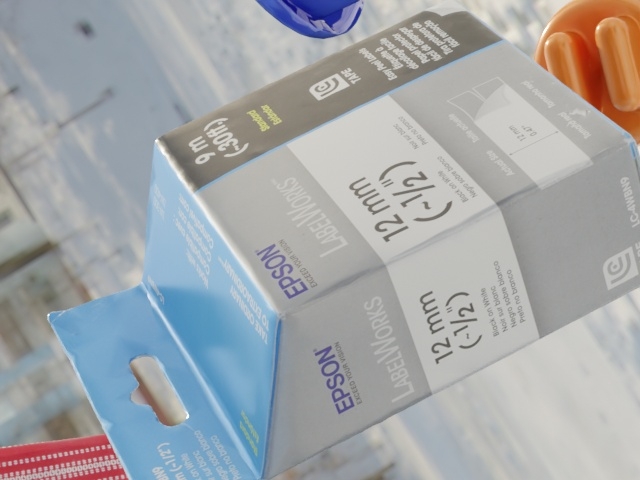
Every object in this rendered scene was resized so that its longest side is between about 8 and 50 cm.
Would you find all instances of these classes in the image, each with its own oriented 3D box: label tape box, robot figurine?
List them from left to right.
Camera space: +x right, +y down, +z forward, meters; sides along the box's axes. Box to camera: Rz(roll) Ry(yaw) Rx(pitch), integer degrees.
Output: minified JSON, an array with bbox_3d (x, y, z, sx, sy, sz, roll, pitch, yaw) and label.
[{"bbox_3d":[0.000,0.000,1.110,0.249,0.348,0.115,51,163,54],"label":"label tape box"},{"bbox_3d":[0.251,-0.137,1.408,0.128,0.158,0.219,41,-158,16],"label":"robot figurine"}]

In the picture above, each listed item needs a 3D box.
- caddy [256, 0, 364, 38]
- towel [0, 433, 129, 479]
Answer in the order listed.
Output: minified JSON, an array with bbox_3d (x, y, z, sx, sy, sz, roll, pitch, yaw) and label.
[{"bbox_3d":[-0.025,-0.265,0.841,0.341,0.179,0.241,63,-156,-23],"label":"caddy"},{"bbox_3d":[-0.211,0.290,1.384,0.031,0.199,0.275,-36,64,48],"label":"towel"}]
